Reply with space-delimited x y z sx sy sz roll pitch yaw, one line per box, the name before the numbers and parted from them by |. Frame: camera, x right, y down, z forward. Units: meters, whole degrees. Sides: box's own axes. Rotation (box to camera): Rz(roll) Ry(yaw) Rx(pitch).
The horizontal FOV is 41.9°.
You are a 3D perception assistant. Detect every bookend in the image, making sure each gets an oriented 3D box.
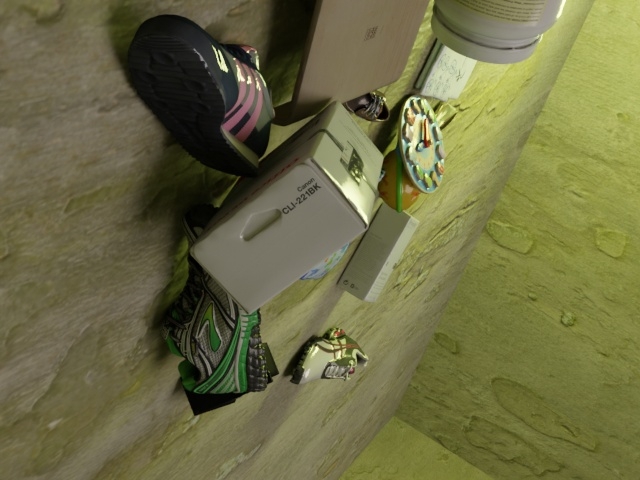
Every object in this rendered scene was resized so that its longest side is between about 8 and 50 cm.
bookend | -0.135 0.234 1.459 0.156 0.072 0.157 -26 170 15

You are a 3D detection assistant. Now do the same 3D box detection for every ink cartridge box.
ink cartridge box | -0.033 -0.052 1.082 0.197 0.114 0.273 -37 -167 21

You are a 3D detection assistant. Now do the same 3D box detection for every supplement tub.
supplement tub | 0.321 -0.490 1.411 0.235 0.235 0.325 -44 157 -41

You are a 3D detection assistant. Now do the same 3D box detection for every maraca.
maraca | 0.169 -0.149 1.775 0.127 0.099 0.186 -83 172 -62

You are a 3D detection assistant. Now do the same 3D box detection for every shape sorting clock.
shape sorting clock | 0.214 -0.200 1.734 0.206 0.040 0.206 19 67 -51

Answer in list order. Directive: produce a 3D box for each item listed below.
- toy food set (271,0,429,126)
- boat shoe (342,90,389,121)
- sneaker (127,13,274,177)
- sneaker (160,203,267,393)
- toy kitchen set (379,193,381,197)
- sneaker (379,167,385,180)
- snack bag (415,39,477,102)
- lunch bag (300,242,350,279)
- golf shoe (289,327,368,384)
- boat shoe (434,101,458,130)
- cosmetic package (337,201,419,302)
toy food set | 0.038 -0.306 1.133 0.219 0.092 0.306 -27 151 -33
boat shoe | 0.077 -0.239 1.418 0.066 0.066 0.183 -64 162 11
sneaker | -0.122 -0.185 0.936 0.319 0.112 0.131 72 34 -72
sneaker | -0.161 0.103 1.205 0.146 0.134 0.344 -10 125 -11
toy kitchen set | 0.182 -0.129 1.881 0.075 0.068 0.083 -53 161 -21
sneaker | 0.095 -0.108 1.736 0.098 0.038 0.069 -40 157 -27
snack bag | 0.329 -0.452 1.829 0.323 0.037 0.342 -65 162 13
lunch bag | 0.000 0.000 1.544 0.151 0.096 0.129 -71 162 3
golf shoe | 0.025 0.294 2.048 0.273 0.120 0.105 -25 143 -59
boat shoe | 0.256 -0.269 1.920 0.153 0.048 0.056 -42 168 -29
cosmetic package | 0.142 0.029 2.001 0.231 0.085 0.117 -60 163 4
